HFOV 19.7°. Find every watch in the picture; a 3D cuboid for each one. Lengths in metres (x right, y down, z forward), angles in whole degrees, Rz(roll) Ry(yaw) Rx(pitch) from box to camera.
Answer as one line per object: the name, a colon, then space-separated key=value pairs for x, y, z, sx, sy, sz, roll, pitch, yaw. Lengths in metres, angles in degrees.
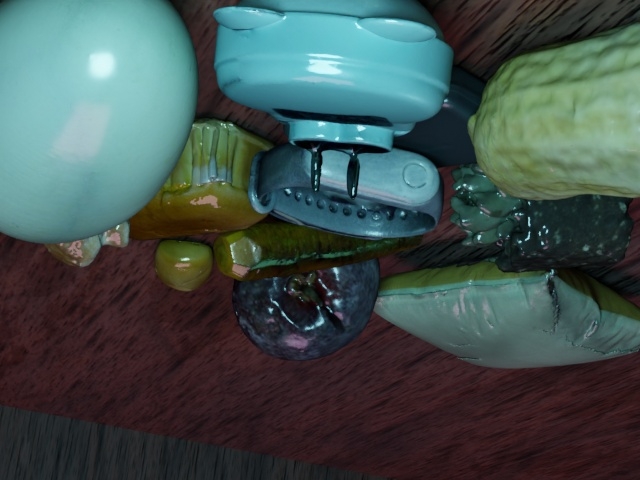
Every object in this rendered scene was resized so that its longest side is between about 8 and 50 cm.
watch: x=0.028 y=-0.053 z=1.937 sx=0.206 sy=0.068 sz=0.193 roll=10 pitch=164 yaw=-11

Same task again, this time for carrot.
carrot: x=0.000 y=0.000 z=2.165 sx=0.260 sy=0.070 sz=0.070 roll=-9 pitch=172 yaw=-27

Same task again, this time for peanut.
peanut: x=0.254 y=-0.115 z=1.664 sx=0.340 sy=0.158 sz=0.174 roll=-3 pitch=-170 yaw=44

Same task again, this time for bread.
bread: x=-0.188 y=0.038 z=2.512 sx=0.082 sy=0.056 sz=0.115 roll=10 pitch=163 yaw=-8
bread: x=-0.161 y=-0.062 z=2.096 sx=0.241 sy=0.107 sz=0.136 roll=-7 pitch=160 yaw=42

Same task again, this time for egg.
egg: x=-0.233 y=-0.126 z=1.715 sx=0.230 sy=0.230 sz=0.371 roll=14 pitch=155 yaw=-19

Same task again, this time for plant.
plant: x=0.230 y=-0.032 z=1.971 sx=0.194 sy=0.129 sz=0.132 roll=6 pitch=163 yaw=-4

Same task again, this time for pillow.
pillow: x=0.251 y=0.095 z=2.390 sx=0.310 sy=0.119 sz=0.312 roll=-10 pitch=155 yaw=38

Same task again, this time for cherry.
cherry: x=-0.015 y=0.060 z=2.290 sx=0.195 sy=0.195 sz=0.195 roll=7 pitch=163 yaw=2

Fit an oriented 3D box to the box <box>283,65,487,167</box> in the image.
box: x=0.089 y=-0.119 z=1.885 sx=0.230 sy=0.050 sz=0.160 roll=-7 pitch=158 yaw=41

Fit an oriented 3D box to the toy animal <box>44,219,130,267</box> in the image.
toy animal: x=-0.285 y=-0.072 z=1.983 sx=0.184 sy=0.185 sz=0.104 roll=23 pitch=159 yaw=-40

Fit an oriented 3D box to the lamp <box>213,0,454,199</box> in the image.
lamp: x=0.014 y=-0.152 z=1.647 sx=0.209 sy=0.147 sz=0.284 roll=7 pitch=155 yaw=9
